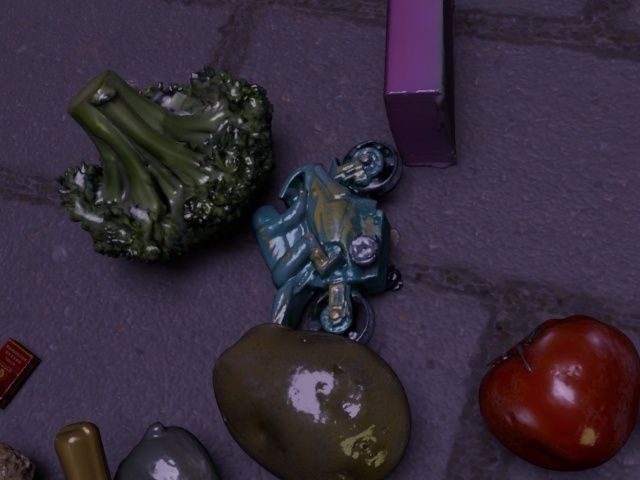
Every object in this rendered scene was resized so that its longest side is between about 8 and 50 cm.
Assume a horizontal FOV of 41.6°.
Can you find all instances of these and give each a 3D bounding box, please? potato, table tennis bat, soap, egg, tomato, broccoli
[{"bbox_3d":[-0.012,0.185,0.948,0.235,0.160,0.177,28,85,10],"label":"potato"},{"bbox_3d":[-0.226,0.353,0.919,0.199,0.050,0.320,-16,90,28],"label":"table tennis bat"},{"bbox_3d":[0.135,-0.248,1.109,0.081,0.181,0.259,-2,67,14],"label":"soap"},{"bbox_3d":[-0.417,0.305,1.030,0.140,0.118,0.116,-15,79,17],"label":"egg"},{"bbox_3d":[0.263,0.158,0.891,0.187,0.187,0.151,-39,74,-5],"label":"tomato"},{"bbox_3d":[-0.207,-0.105,1.114,0.260,0.235,0.288,33,65,-10],"label":"broccoli"}]

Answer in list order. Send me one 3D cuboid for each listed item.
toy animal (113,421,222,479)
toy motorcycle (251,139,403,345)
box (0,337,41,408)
[{"bbox_3d":[-0.129,0.327,0.943,0.125,0.127,0.251,-44,66,-11],"label":"toy animal"},{"bbox_3d":[0.000,0.002,1.070,0.199,0.109,0.296,-2,64,17],"label":"toy motorcycle"},{"bbox_3d":[-0.426,0.180,1.143,0.052,0.023,0.082,29,75,26],"label":"box"}]
